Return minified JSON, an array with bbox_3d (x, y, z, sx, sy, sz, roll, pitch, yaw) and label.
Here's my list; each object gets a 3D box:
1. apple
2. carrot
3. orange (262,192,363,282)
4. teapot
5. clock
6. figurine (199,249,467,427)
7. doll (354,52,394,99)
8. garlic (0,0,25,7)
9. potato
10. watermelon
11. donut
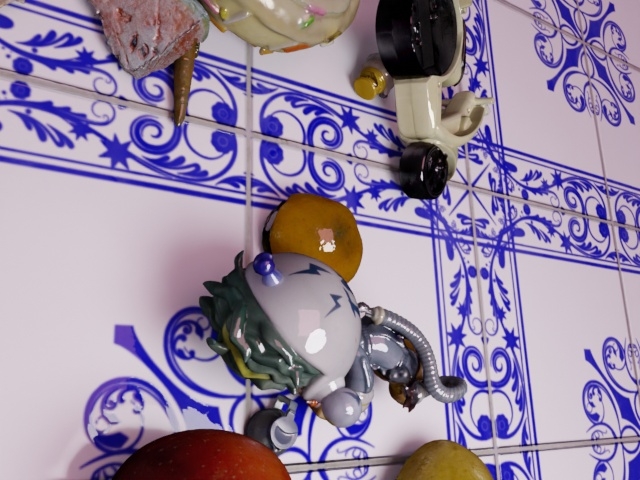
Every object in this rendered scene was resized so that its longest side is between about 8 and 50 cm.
[{"bbox_3d":[-0.131,0.320,0.695,0.201,0.218,0.218,34,56,-52],"label":"apple"},{"bbox_3d":[-0.199,-0.285,0.932,0.049,0.049,0.255,12,73,-32],"label":"carrot"},{"bbox_3d":[0.000,0.000,0.953,0.169,0.112,0.160,-13,85,-25],"label":"orange"},{"bbox_3d":[-0.059,0.254,0.862,0.066,0.057,0.088,35,60,-23],"label":"teapot"},{"bbox_3d":[0.211,-0.285,1.127,0.276,0.120,0.379,-36,124,-43],"label":"clock"},{"bbox_3d":[0.003,0.139,0.856,0.382,0.261,0.186,33,90,-43],"label":"figurine"},{"bbox_3d":[0.115,-0.301,1.150,0.127,0.073,0.084,-49,139,-30],"label":"doll"},{"bbox_3d":[-0.429,-0.349,0.758,0.124,0.099,0.174,47,55,3],"label":"garlic"},{"bbox_3d":[0.193,0.385,0.949,0.203,0.178,0.158,14,50,-6],"label":"potato"},{"bbox_3d":[-0.255,-0.299,0.887,0.187,0.071,0.139,16,92,-7],"label":"watermelon"},{"bbox_3d":[-0.070,-0.439,0.974,0.307,0.150,0.371,49,43,-19],"label":"donut"}]
